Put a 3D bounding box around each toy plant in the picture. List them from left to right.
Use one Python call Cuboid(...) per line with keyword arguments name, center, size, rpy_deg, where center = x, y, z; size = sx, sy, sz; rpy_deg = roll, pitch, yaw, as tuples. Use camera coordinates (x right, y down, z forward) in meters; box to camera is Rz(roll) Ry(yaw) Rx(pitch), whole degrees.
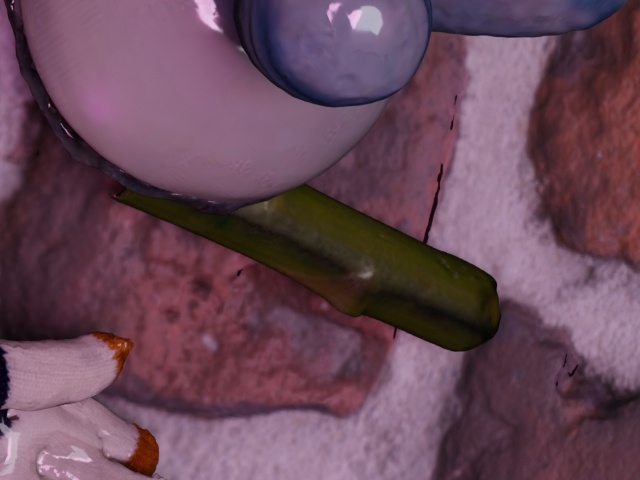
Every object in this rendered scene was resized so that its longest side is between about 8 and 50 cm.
Cuboid(name="toy plant", center=(0.015, -0.153, 0.630), size=(0.247, 0.332, 0.247), rpy_deg=(7, 76, -32))

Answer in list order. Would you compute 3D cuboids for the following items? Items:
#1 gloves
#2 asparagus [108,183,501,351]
Cuboid(name="gloves", center=(-0.183, 0.116, 0.716), size=(0.218, 0.131, 0.140), rpy_deg=(15, 75, -55))
Cuboid(name="asparagus", center=(-0.001, 0.000, 0.827), size=(0.277, 0.060, 0.067), rpy_deg=(27, 88, -29))
